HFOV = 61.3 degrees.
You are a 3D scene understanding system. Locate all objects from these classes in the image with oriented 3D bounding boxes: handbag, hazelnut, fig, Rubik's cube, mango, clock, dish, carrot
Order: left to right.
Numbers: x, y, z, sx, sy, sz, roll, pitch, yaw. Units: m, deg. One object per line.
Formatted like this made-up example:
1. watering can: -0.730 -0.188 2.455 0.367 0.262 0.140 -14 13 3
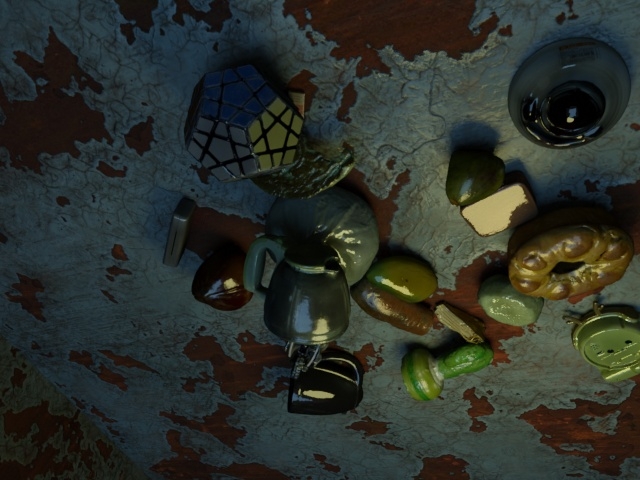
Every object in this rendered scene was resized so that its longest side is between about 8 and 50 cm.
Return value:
1. hazelnut: -0.327 0.134 1.826 0.229 0.229 0.229 7 130 9
2. Rubik's cube: -0.200 -0.295 1.393 0.319 0.319 0.264 13 158 4
3. carrot: 0.234 0.214 1.793 0.302 0.139 0.139 30 130 -11
4. mango: 0.263 0.114 1.703 0.237 0.091 0.137 26 92 -21
5. fig: 0.393 -0.167 1.422 0.154 0.165 0.144 42 169 15
6. handbag: 0.501 -0.095 1.507 0.193 0.072 0.151 -30 116 30
7. dish: 0.584 -0.314 1.264 0.273 0.134 0.273 8 131 10
8. clock: 0.919 0.310 1.711 0.308 0.096 0.235 36 129 -14

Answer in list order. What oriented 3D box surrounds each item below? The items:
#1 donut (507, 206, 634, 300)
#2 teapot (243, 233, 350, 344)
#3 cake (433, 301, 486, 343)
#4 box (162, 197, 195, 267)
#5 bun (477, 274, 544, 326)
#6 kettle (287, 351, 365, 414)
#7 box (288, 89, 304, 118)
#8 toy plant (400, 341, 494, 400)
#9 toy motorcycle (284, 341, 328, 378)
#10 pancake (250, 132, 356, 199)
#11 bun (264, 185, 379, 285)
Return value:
1. donut: 0.676 0.041 1.490 0.317 0.150 0.299 5 135 -4
2. teapot: -0.050 0.109 1.492 0.239 0.321 0.239 -8 117 -27
3. cake: 0.464 0.289 1.807 0.185 0.116 0.080 27 126 -13
4. box: -0.473 -0.022 1.804 0.055 0.103 0.244 19 131 -7
5. bun: 0.586 0.176 1.670 0.195 0.118 0.195 20 154 11
6. kettle: 0.031 0.554 2.100 0.290 0.207 0.268 9 108 -4
7. box: -0.066 -0.366 1.472 0.046 0.012 0.083 10 130 7
8. toy plant: 0.457 0.443 1.902 0.316 0.184 0.224 -25 147 24
9. toy motorcycle: -0.034 0.346 1.966 0.143 0.188 0.327 24 117 9
10. pancake: -0.067 -0.214 1.529 0.376 0.054 0.197 6 94 28
11. bun: 0.000 0.000 1.627 0.362 0.211 0.362 8 127 10
